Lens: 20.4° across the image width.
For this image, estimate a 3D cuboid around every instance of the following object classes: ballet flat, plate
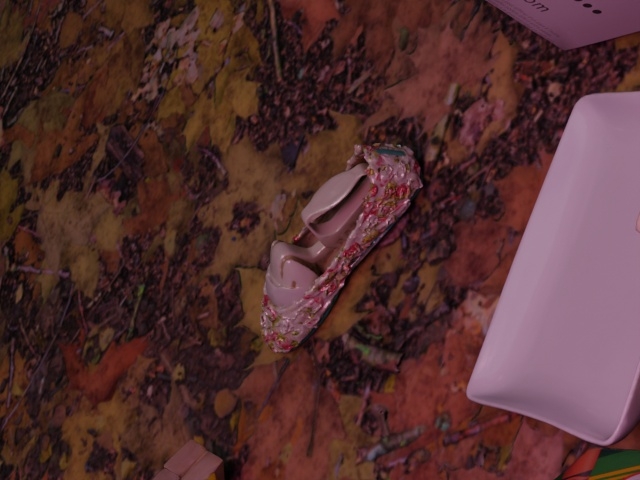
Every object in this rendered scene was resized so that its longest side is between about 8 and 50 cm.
[{"bbox_3d":[0.000,0.000,1.663,0.241,0.077,0.091,-54,43,16],"label":"ballet flat"},{"bbox_3d":[0.226,0.016,1.377,0.278,0.045,0.277,-69,16,-4],"label":"plate"}]

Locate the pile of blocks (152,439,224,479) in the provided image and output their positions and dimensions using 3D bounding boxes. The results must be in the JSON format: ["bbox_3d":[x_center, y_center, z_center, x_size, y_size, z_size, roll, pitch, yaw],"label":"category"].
[{"bbox_3d":[-0.092,0.355,1.594,0.113,0.148,0.362,90,178,-47],"label":"pile of blocks"}]

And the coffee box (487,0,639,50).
[{"bbox_3d":[0.239,-0.395,1.387,0.334,0.337,0.338,-10,64,44],"label":"coffee box"}]

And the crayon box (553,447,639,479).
[{"bbox_3d":[0.216,0.219,1.084,0.202,0.081,0.318,-35,15,-28],"label":"crayon box"}]

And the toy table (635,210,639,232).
[{"bbox_3d":[0.332,0.019,1.186,0.161,0.252,0.274,25,90,35],"label":"toy table"}]
